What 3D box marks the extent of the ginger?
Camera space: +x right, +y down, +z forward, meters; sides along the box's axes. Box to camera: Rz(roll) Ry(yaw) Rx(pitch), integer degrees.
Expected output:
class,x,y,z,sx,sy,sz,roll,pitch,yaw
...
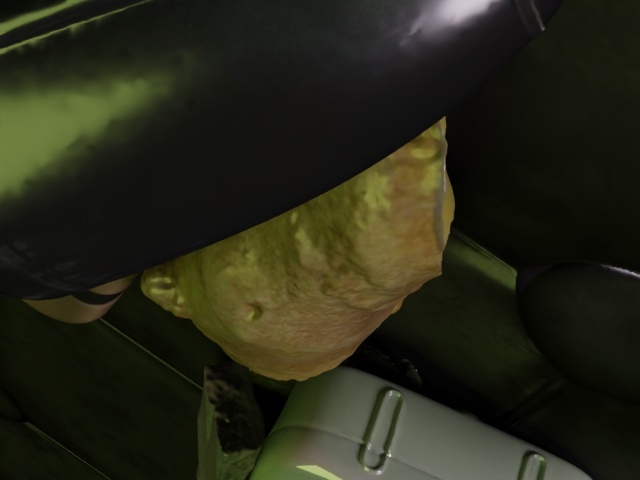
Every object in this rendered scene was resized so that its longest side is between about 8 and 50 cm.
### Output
class,x,y,z,sx,sy,sz,roll,pitch,yaw
ginger,0.000,0.000,0.712,0.189,0.126,0.354,8,151,-21

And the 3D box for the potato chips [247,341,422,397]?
class,x,y,z,sx,sy,sz,roll,pitch,yaw
potato chips,0.009,0.109,0.968,0.209,0.026,0.142,2,134,43

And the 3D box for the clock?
class,x,y,z,sx,sy,sz,roll,pitch,yaw
clock,0.058,0.238,0.983,0.265,0.109,0.324,24,149,-5

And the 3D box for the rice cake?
class,x,y,z,sx,sy,sz,roll,pitch,yaw
rice cake,-0.092,0.221,1.155,0.050,0.106,0.298,-9,149,-12

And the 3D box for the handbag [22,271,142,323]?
class,x,y,z,sx,sy,sz,roll,pitch,yaw
handbag,-0.207,-0.095,0.768,0.302,0.149,0.283,42,146,-13

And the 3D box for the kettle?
class,x,y,z,sx,sy,sz,roll,pitch,yaw
kettle,-0.039,-0.109,0.469,0.290,0.208,0.268,-16,173,17
